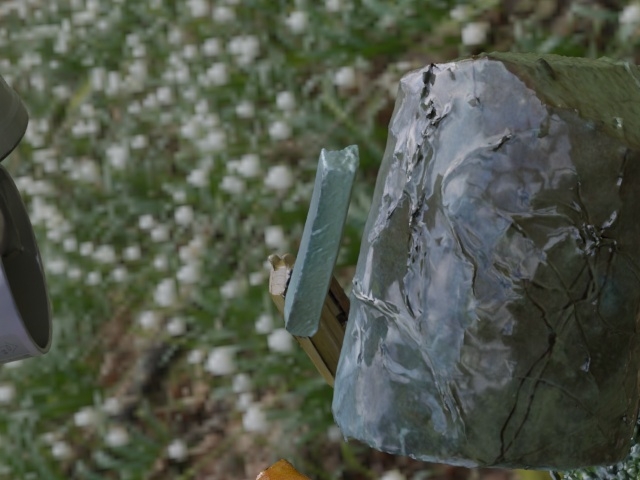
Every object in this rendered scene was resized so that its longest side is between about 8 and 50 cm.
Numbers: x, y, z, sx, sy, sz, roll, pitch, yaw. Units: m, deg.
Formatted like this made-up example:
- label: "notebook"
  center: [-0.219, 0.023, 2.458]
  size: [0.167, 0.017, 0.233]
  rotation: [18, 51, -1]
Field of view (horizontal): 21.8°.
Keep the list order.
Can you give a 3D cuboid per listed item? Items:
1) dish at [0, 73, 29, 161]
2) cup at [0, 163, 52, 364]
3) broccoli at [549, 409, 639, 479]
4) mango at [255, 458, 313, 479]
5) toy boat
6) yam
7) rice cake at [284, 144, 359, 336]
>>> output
- label: "dish"
  center: [-0.335, -0.081, 1.044]
  size: [0.303, 0.303, 0.120]
  rotation: [-138, 29, -64]
- label: "cup"
  center: [-0.267, 0.034, 1.098]
  size: [0.173, 0.142, 0.134]
  rotation: [-102, -2, -73]
- label: "broccoli"
  center: [0.384, 0.256, 1.791]
  size: [0.248, 0.245, 0.288]
  rotation: [37, 106, 37]
- label: "mango"
  center: [0.011, 0.364, 1.883]
  size: [0.252, 0.126, 0.154]
  rotation: [38, 180, 27]
- label: "toy boat"
  center: [0.008, 0.106, 2.196]
  size: [0.226, 0.088, 0.068]
  rotation: [57, 156, -15]
- label: "yam"
  center: [0.133, 0.012, 1.088]
  size: [0.201, 0.202, 0.271]
  rotation: [9, 100, 33]
- label: "rice cake"
  center: [0.000, 0.000, 1.246]
  size: [0.042, 0.030, 0.180]
  rotation: [-92, 12, -46]
